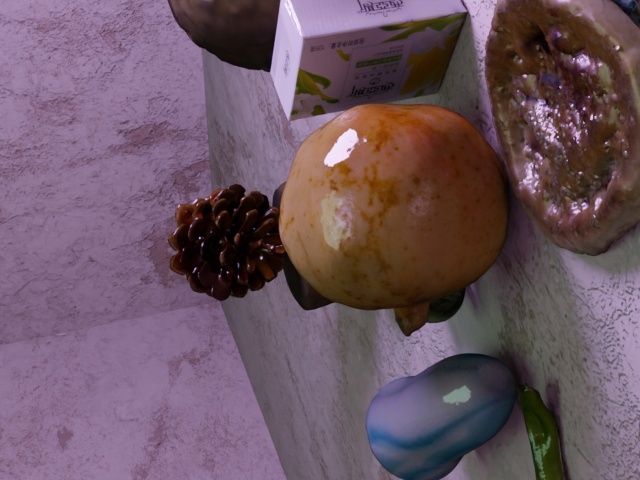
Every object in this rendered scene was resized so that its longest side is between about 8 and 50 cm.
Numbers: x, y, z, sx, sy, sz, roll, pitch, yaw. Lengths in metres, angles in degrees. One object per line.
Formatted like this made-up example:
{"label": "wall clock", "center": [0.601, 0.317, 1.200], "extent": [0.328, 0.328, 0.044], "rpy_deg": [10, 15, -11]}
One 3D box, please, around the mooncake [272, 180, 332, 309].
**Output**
{"label": "mooncake", "center": [0.000, 0.000, 2.073], "extent": [0.290, 0.161, 0.291], "rpy_deg": [169, 90, -76]}

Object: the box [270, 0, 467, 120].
{"label": "box", "center": [0.066, -0.298, 1.428], "extent": [0.194, 0.260, 0.111], "rpy_deg": [104, 148, -60]}

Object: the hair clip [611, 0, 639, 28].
{"label": "hair clip", "center": [0.292, -0.314, 1.008], "extent": [0.066, 0.036, 0.229], "rpy_deg": [103, 153, -77]}

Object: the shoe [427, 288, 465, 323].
{"label": "shoe", "center": [0.159, 0.035, 1.584], "extent": [0.128, 0.140, 0.262], "rpy_deg": [113, 150, -48]}

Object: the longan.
{"label": "longan", "center": [-0.071, -0.467, 1.603], "extent": [0.391, 0.391, 0.391], "rpy_deg": [169, 90, -75]}

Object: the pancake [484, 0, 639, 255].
{"label": "pancake", "center": [0.281, -0.146, 1.105], "extent": [0.356, 0.065, 0.356], "rpy_deg": [164, 90, -78]}

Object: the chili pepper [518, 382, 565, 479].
{"label": "chili pepper", "center": [0.314, 0.292, 1.330], "extent": [0.052, 0.050, 0.202], "rpy_deg": [-10, 93, 59]}

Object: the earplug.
{"label": "earplug", "center": [0.206, 0.267, 1.496], "extent": [0.324, 0.185, 0.185], "rpy_deg": [124, 133, -63]}

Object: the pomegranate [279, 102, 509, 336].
{"label": "pomegranate", "center": [0.113, -0.030, 1.358], "extent": [0.342, 0.342, 0.343], "rpy_deg": [169, 90, -75]}

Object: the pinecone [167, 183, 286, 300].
{"label": "pinecone", "center": [-0.183, 0.001, 1.976], "extent": [0.264, 0.264, 0.264], "rpy_deg": [169, 90, -75]}
